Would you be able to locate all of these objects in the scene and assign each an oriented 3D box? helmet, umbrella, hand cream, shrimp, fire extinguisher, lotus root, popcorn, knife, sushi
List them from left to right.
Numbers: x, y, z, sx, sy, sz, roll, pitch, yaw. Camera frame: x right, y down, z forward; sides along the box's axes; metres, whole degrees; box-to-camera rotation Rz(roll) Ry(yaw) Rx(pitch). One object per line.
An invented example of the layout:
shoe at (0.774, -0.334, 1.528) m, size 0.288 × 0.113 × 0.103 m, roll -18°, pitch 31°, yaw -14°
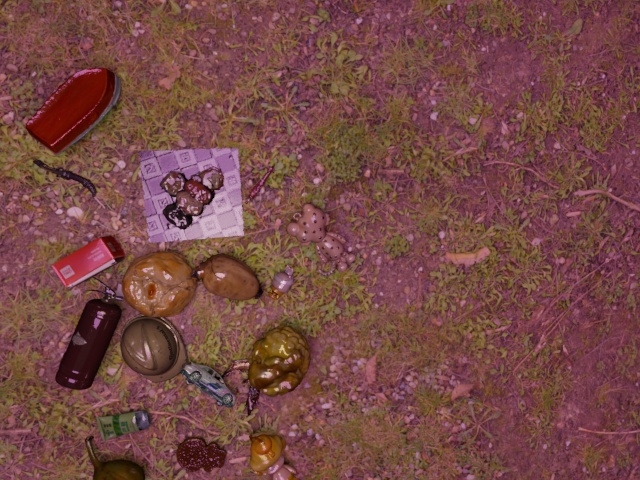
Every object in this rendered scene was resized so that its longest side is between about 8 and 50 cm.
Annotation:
knife at (-0.849, -0.219, 1.474) m, size 0.222 × 0.021 × 0.045 m, roll 30°, pitch 91°, yaw -9°
fire extinguisher at (-0.737, 0.295, 1.417) m, size 0.135 × 0.114 × 0.337 m, roll 24°, pitch 87°, yaw -23°
hand cream at (-0.679, 0.637, 1.529) m, size 0.175 × 0.046 × 0.095 m, roll -12°, pitch 100°, yaw -4°
helmet at (-0.574, 0.378, 1.484) m, size 0.204 × 0.137 × 0.257 m, roll -36°, pitch 97°, yaw -5°
sushi at (-0.442, -0.157, 1.509) m, size 0.339 × 0.069 × 0.320 m, roll -3°, pitch 94°, yaw -8°
lotus root at (-0.312, 0.124, 1.504) m, size 0.257 × 0.154 × 0.140 m, roll 24°, pitch 93°, yaw -26°
shrimp at (-0.285, 0.521, 1.580) m, size 0.148 × 0.035 × 0.195 m, roll 11°, pitch 84°, yaw -11°
umbrella at (-0.215, -0.195, 1.561) m, size 0.027 × 0.025 × 0.165 m, roll 34°, pitch 86°, yaw 14°
popcorn at (-0.134, 0.410, 1.492) m, size 0.206 × 0.251 × 0.237 m, roll 45°, pitch 73°, yaw -5°

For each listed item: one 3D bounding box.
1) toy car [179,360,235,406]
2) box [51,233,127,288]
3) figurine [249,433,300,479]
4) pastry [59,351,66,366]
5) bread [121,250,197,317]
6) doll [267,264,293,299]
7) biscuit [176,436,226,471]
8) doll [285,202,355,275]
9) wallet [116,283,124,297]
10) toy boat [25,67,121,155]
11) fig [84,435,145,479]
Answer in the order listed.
toy car at (-0.385, 0.499, 1.542) m, size 0.224 × 0.090 × 0.076 m, roll 38°, pitch 53°, yaw -8°
box at (-0.749, 0.068, 1.446) m, size 0.182 × 0.133 × 0.099 m, roll -32°, pitch 98°, yaw -7°
figurine at (-0.168, 0.789, 1.572) m, size 0.156 × 0.131 × 0.246 m, roll -37°, pitch 97°, yaw -39°
pastry at (-0.827, 0.419, 1.492) m, size 0.109 × 0.057 × 0.097 m, roll 42°, pitch 86°, yaw -9°
bread at (-0.538, 0.147, 1.476) m, size 0.244 × 0.134 × 0.244 m, roll -1°, pitch 95°, yaw -10°
doll at (-0.128, 0.151, 1.574) m, size 0.084 × 0.073 × 0.127 m, roll 33°, pitch 93°, yaw -41°
biscuit at (-0.428, 0.770, 1.581) m, size 0.175 × 0.026 × 0.124 m, roll 14°, pitch 92°, yaw -8°
doll at (0.002, -0.001, 1.564) m, size 0.154 × 0.119 × 0.278 m, roll -38°, pitch 107°, yaw -3°
wallet at (-0.660, 0.179, 1.525) m, size 0.083 × 0.011 × 0.044 m, roll 15°, pitch 91°, yaw -9°
toy boat at (-0.774, -0.424, 1.429) m, size 0.145 × 0.133 × 0.332 m, roll 38°, pitch 77°, yaw -3°
fig at (-0.723, 0.781, 1.485) m, size 0.259 × 0.151 × 0.151 m, roll 43°, pitch 87°, yaw -4°
